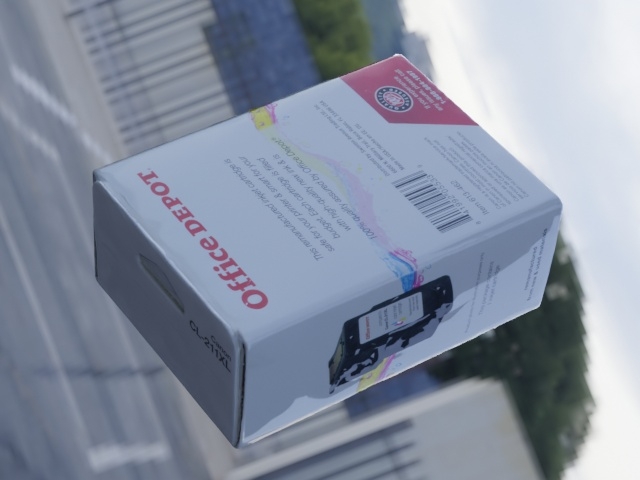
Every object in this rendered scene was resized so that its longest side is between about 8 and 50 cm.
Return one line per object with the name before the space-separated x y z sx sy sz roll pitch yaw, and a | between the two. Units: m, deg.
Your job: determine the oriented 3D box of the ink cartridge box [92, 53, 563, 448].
ink cartridge box | 0.000 0.000 0.874 0.127 0.175 0.072 47 -33 34
